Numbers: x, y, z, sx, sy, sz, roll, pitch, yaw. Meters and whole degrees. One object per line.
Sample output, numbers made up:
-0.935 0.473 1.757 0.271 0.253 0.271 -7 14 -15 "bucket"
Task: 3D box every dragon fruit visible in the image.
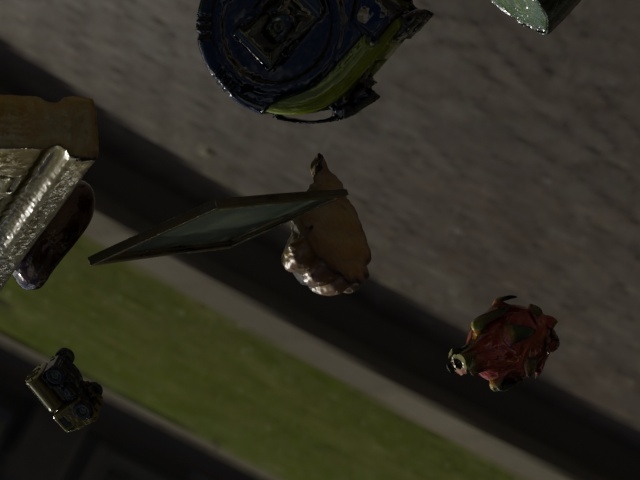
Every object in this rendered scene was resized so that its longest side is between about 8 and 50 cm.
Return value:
0.175 0.104 1.636 0.081 0.116 0.086 11 128 53 "dragon fruit"

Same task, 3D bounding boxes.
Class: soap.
-0.197 -0.006 0.881 0.092 0.037 0.252 1 157 -27 "soap"

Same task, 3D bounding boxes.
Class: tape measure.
-0.021 -0.200 1.579 0.199 0.186 0.112 43 -161 9 "tape measure"

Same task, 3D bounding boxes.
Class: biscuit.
0.000 0.000 1.677 0.118 0.061 0.183 56 -161 -19 "biscuit"

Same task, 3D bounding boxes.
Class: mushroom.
-0.254 -0.009 1.571 0.052 0.123 0.123 32 167 -19 "mushroom"

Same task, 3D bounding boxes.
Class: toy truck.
-0.277 0.167 1.850 0.083 0.054 0.049 53 -159 -17 "toy truck"

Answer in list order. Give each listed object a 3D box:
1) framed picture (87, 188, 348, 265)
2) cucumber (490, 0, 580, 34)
-0.082 -0.013 1.407 0.136 0.010 0.201 -24 172 30 "framed picture"
0.238 -0.337 1.930 0.191 0.130 0.191 44 170 10 "cucumber"
